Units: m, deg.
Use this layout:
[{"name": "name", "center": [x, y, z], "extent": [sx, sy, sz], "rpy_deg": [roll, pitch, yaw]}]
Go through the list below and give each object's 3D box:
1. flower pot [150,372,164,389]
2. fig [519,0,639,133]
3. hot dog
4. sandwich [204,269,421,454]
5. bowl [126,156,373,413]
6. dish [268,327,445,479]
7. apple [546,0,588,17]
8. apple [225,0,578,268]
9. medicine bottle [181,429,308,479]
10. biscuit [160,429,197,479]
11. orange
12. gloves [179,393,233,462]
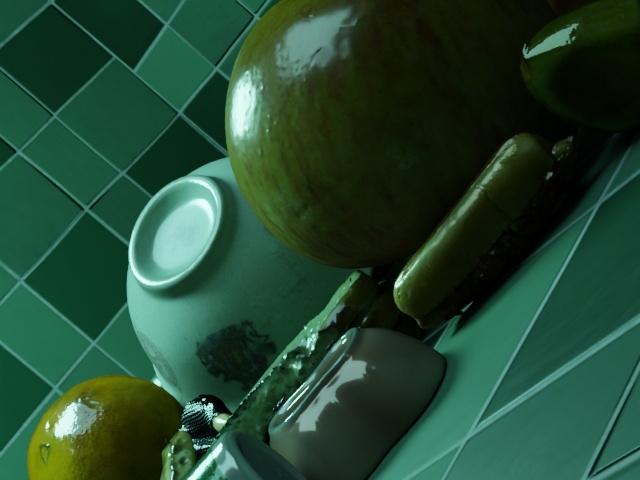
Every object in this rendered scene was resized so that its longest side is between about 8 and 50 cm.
[{"name": "flower pot", "center": [-0.173, 0.228, 2.404], "extent": [0.243, 0.157, 0.189], "rpy_deg": [-47, 0, 2]}, {"name": "fig", "center": [0.279, -0.175, 1.507], "extent": [0.165, 0.154, 0.144], "rpy_deg": [-17, -48, -13]}, {"name": "hot dog", "center": [0.173, -0.010, 1.541], "extent": [0.249, 0.102, 0.076], "rpy_deg": [-50, 45, 13]}, {"name": "sandwich", "center": [-0.015, 0.168, 1.757], "extent": [0.288, 0.099, 0.254], "rpy_deg": [-50, 4, -12]}, {"name": "bowl", "center": [-0.148, 0.027, 2.222], "extent": [0.434, 0.196, 0.435], "rpy_deg": [-21, 53, 30]}, {"name": "dish", "center": [0.022, 0.162, 1.498], "extent": [0.213, 0.090, 0.213], "rpy_deg": [-49, 5, 6]}, {"name": "apple", "center": [0.321, -0.349, 2.128], "extent": [0.230, 0.230, 0.230], "rpy_deg": [-49, 4, 5]}, {"name": "apple", "center": [0.084, -0.156, 1.717], "extent": [0.400, 0.334, 0.400], "rpy_deg": [-26, -4, -2]}, {"name": "medicine bottle", "center": [-0.123, 0.312, 1.388], "extent": [0.274, 0.133, 0.133], "rpy_deg": [-48, 4, 8]}, {"name": "biscuit", "center": [-0.160, 0.335, 1.757], "extent": [0.299, 0.045, 0.154], "rpy_deg": [-113, 29, -72]}, {"name": "orange", "center": [-0.297, 0.323, 2.219], "extent": [0.261, 0.261, 0.261], "rpy_deg": [-49, 4, 5]}, {"name": "gloves", "center": [-0.129, 0.290, 2.029], "extent": [0.129, 0.106, 0.181], "rpy_deg": [-50, 33, 4]}]
